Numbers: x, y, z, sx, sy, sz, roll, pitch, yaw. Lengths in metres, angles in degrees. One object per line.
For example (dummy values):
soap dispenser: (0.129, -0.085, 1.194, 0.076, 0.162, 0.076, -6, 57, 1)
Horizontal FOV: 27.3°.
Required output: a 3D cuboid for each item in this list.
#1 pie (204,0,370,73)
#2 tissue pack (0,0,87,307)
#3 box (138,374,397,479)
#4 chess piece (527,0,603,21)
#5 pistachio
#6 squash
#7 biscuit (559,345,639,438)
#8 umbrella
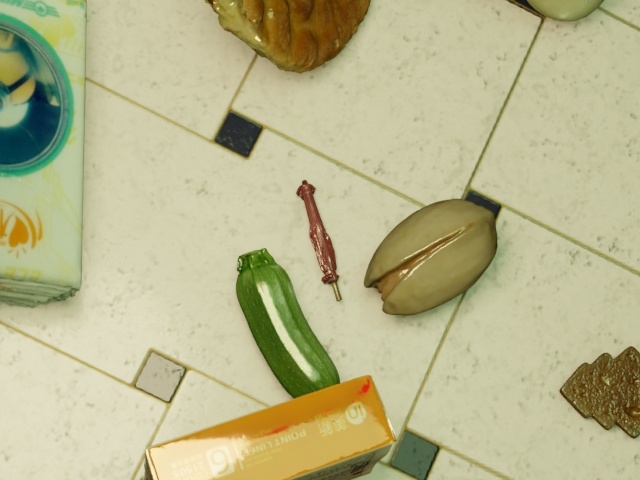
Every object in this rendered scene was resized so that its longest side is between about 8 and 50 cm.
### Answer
pie: (-0.035, -0.370, 1.648, 0.083, 0.339, 0.339, 6, 71, 33)
tissue pack: (-0.424, -0.130, 1.534, 0.287, 0.162, 0.388, 8, 73, -36)
box: (-0.064, 0.254, 1.513, 0.274, 0.221, 0.091, -16, 74, -15)
chess piece: (0.251, -0.415, 1.742, 0.330, 0.182, 0.182, 32, 72, -19)
pistachio: (0.140, 0.020, 1.655, 0.185, 0.124, 0.124, -38, 85, -13)
squash: (-0.045, 0.111, 1.625, 0.077, 0.068, 0.219, -32, 77, 29)
biscuit: (0.372, 0.194, 1.707, 0.130, 0.019, 0.119, 5, 76, -9)
umbrella: (0.000, 0.000, 1.687, 0.027, 0.025, 0.165, -17, 76, 6)
